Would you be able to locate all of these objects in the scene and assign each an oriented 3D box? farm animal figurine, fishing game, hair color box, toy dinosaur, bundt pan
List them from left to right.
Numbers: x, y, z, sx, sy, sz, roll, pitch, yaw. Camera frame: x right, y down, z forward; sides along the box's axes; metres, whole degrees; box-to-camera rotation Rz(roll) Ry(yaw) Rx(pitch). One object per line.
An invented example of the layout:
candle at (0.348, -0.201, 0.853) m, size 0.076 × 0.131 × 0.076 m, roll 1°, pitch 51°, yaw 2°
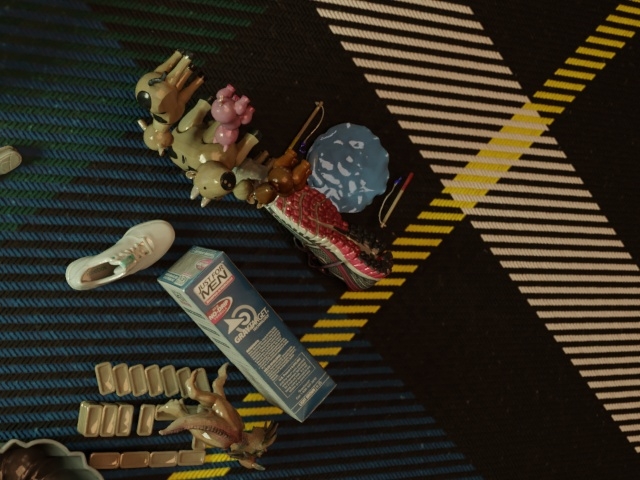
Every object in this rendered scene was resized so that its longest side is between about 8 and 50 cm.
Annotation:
bundt pan at (-0.525, 0.491, 1.407) m, size 0.331 × 0.124 × 0.331 m, roll 3°, pitch 85°, yaw -42°
farm animal figurine at (-0.196, -0.160, 1.443) m, size 0.330 × 0.327 × 0.172 m, roll 42°, pitch 84°, yaw -20°
toy dinosaur at (-0.176, 0.341, 1.529) m, size 0.127 × 0.295 × 0.200 m, roll -44°, pitch 77°, yaw 4°
hair color box at (-0.137, 0.172, 1.572) m, size 0.105 × 0.174 × 0.347 m, roll -45°, pitch 111°, yaw -17°
fishing game at (0.055, -0.146, 1.719) m, size 0.264 × 0.041 × 0.189 m, roll 32°, pitch 79°, yaw -16°

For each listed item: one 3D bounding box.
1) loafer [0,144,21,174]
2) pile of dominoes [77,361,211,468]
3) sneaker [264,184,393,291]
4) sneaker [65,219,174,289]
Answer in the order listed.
loafer at (-0.571, -0.122, 1.420) m, size 0.125 × 0.039 × 0.045 m, roll -30°, pitch 139°, yaw -18°
pile of dominoes at (-0.326, 0.327, 1.581) m, size 0.251 × 0.040 × 0.196 m, roll 8°, pitch 89°, yaw -34°
sneaker at (0.000, 0.000, 1.667) m, size 0.299 × 0.112 × 0.121 m, roll 39°, pitch 40°, yaw -12°
sneaker at (-0.348, 0.032, 1.503) m, size 0.212 × 0.094 × 0.080 m, roll -32°, pitch 105°, yaw -21°
